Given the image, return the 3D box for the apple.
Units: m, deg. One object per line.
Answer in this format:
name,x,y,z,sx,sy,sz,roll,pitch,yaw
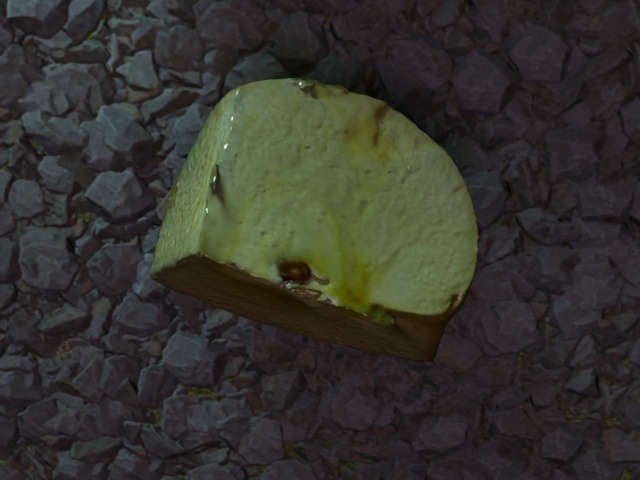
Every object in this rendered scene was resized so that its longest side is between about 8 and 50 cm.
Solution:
apple,0.000,0.000,1.716,0.309,0.252,0.314,17,120,-18
